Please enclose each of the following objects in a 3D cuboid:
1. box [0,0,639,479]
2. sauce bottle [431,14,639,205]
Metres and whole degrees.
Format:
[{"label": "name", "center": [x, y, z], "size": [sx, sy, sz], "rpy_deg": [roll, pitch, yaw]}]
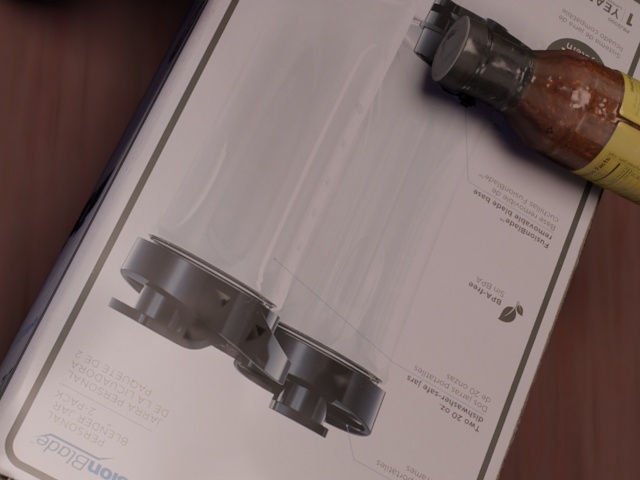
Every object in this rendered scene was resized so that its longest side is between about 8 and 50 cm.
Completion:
[{"label": "box", "center": [0.000, 0.000, 0.589], "size": [0.169, 0.087, 0.290], "rpy_deg": [29, 65, -14]}, {"label": "sauce bottle", "center": [0.101, -0.043, 0.574], "size": [0.128, 0.042, 0.042], "rpy_deg": [27, 66, -16]}]
